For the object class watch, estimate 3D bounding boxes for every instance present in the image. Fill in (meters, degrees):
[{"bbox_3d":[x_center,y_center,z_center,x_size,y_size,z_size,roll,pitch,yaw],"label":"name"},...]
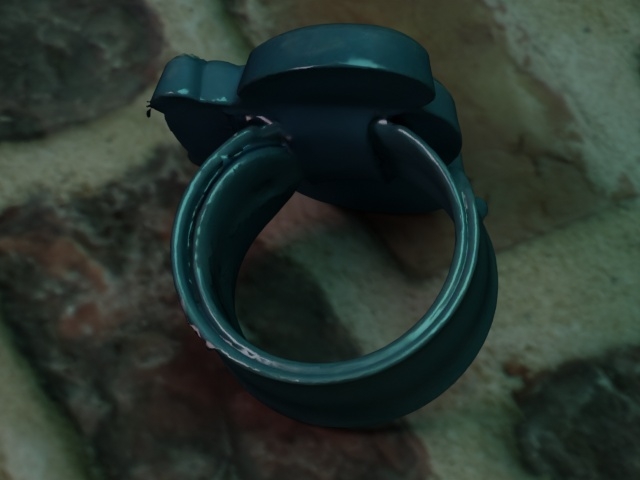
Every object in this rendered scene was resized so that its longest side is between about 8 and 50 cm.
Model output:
[{"bbox_3d":[0.000,0.000,1.078,0.211,0.211,0.193,6,69,-5],"label":"watch"}]
